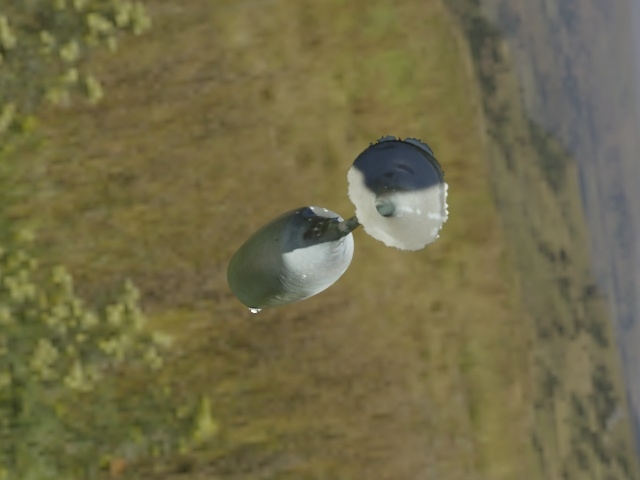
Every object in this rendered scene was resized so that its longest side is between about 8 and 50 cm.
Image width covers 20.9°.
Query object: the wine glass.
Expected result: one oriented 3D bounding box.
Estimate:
[{"bbox_3d":[0.000,0.000,1.172,0.262,0.074,0.074,150,-62,-64],"label":"wine glass"}]
